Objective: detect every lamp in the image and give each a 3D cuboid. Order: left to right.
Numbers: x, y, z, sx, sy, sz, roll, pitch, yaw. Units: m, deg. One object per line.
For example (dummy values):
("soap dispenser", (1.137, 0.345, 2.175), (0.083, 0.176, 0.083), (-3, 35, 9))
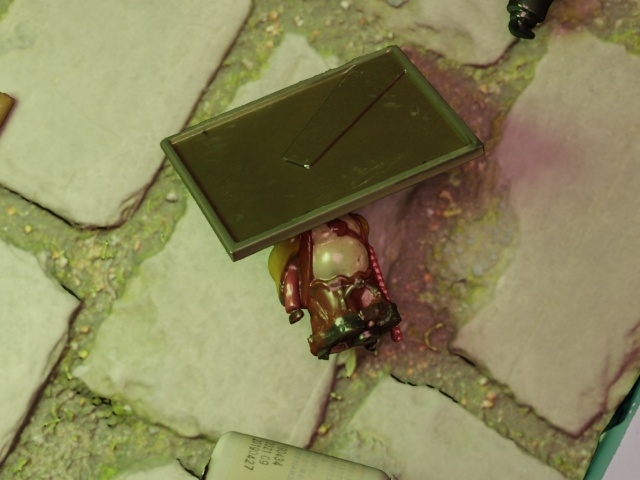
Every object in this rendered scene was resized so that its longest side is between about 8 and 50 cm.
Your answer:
("lamp", (0.000, 0.000, 1.882), (0.118, 0.118, 0.253), (-18, 74, -2))

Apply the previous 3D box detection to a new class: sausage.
("sausage", (-0.373, -0.111, 1.963), (0.026, 0.026, 0.116), (25, 80, 7))

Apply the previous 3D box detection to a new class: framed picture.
("framed picture", (-0.002, -0.099, 1.872), (0.289, 0.016, 0.213), (-24, 45, -12))

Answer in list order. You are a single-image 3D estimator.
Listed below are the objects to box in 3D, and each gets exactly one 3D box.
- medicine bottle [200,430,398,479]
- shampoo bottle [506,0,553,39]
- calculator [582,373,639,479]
("medicine bottle", (0.005, 0.292, 1.809), (0.258, 0.143, 0.143), (15, 80, 6))
("shampoo bottle", (0.264, -0.352, 1.949), (0.101, 0.101, 0.284), (20, 81, 6))
("calculator", (0.368, 0.248, 1.851), (0.173, 0.051, 0.293), (28, 80, 8))
